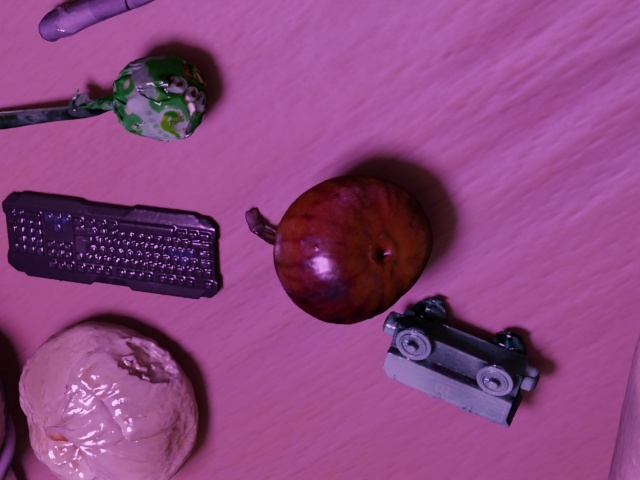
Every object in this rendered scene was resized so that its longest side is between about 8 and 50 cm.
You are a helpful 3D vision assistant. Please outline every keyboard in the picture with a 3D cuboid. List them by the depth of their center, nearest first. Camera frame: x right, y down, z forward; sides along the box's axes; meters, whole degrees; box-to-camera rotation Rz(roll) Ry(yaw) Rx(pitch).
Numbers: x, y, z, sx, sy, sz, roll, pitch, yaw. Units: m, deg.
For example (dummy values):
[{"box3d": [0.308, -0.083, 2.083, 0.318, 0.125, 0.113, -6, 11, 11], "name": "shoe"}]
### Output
[{"box3d": [-0.236, 0.007, 1.903, 0.262, 0.016, 0.106, 7, 117, 18], "name": "keyboard"}]

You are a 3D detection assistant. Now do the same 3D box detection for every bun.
[{"box3d": [-0.255, 0.200, 1.937, 0.220, 0.134, 0.220, 11, 121, 20], "name": "bun"}]

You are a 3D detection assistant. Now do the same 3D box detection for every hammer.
[{"box3d": [-0.125, -0.264, 1.667, 0.427, 0.152, 0.044, -15, 118, 33], "name": "hammer"}]

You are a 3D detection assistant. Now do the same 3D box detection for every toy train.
[{"box3d": [0.143, 0.130, 1.791, 0.172, 0.070, 0.099, 22, 131, 10], "name": "toy train"}]

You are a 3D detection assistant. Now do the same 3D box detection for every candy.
[{"box3d": [-0.262, -0.141, 1.814, 0.323, 0.097, 0.097, -4, 113, 31], "name": "candy"}]

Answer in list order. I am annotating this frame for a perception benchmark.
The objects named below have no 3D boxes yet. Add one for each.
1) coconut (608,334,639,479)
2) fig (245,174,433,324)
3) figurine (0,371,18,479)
[{"box3d": [0.444, 0.224, 1.557, 0.415, 0.344, 0.415, 7, 116, 14], "name": "coconut"}, {"box3d": [0.013, 0.017, 1.735, 0.202, 0.149, 0.148, -31, 107, 35], "name": "fig"}, {"box3d": [-0.529, 0.265, 2.007, 0.361, 0.266, 0.377, -1, 114, 28], "name": "figurine"}]
